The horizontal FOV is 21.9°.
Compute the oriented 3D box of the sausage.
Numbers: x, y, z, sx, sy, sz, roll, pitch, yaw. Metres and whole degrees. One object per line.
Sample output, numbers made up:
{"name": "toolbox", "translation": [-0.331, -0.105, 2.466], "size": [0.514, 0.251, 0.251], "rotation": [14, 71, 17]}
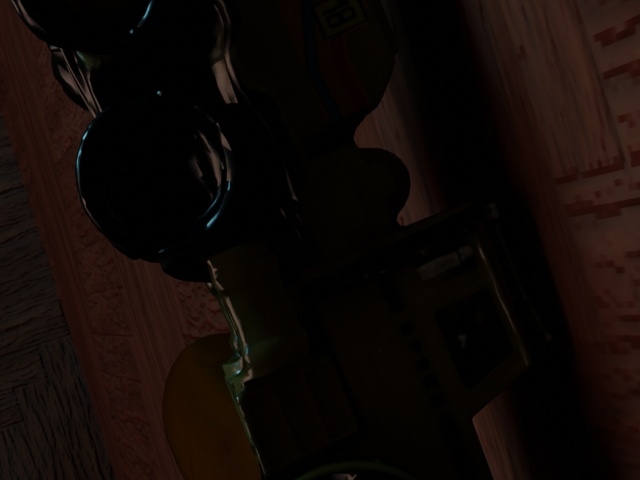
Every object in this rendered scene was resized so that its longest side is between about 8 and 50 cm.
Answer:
{"name": "sausage", "translation": [-0.012, 0.121, 0.780], "size": [0.300, 0.083, 0.089], "rotation": [-142, 60, -67]}

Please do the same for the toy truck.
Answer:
{"name": "toy truck", "translation": [-0.004, 0.003, 0.520], "size": [0.127, 0.127, 0.257], "rotation": [150, 102, -83]}
